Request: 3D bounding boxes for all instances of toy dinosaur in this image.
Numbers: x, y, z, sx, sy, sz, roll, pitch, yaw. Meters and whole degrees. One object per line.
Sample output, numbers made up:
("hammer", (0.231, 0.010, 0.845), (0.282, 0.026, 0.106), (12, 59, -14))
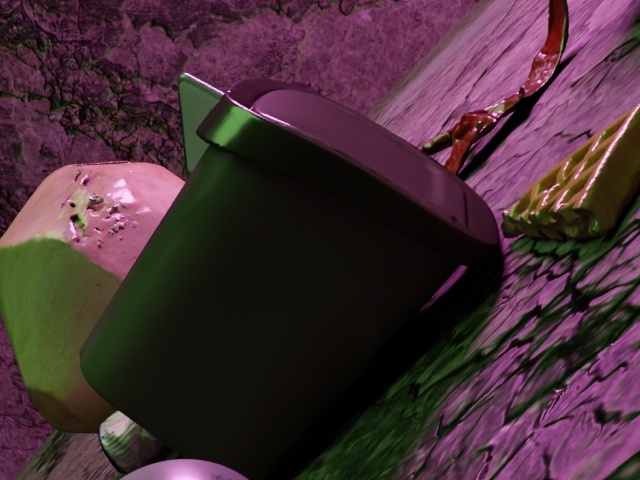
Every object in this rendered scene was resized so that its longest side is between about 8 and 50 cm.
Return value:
("toy dinosaur", (0.145, -0.148, 1.532), (0.327, 0.113, 0.206), (-43, 6, 18))

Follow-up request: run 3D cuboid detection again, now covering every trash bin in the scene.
("trash bin", (-0.031, 0.028, 1.104), (0.250, 0.219, 0.220), (-54, 2, 13))

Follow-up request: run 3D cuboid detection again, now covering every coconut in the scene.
("coconut", (-0.231, 0.075, 1.777), (0.352, 0.352, 0.352), (-46, 5, 5))

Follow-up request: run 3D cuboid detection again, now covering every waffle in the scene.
("waffle", (0.143, -0.007, 0.969), (0.125, 0.032, 0.191), (-55, 7, -37))

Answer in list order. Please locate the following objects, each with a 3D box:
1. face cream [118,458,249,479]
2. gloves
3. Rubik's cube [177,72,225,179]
("face cream", (-0.070, 0.174, 0.778), (0.117, 0.117, 0.104), (-47, 12, -4))
("gloves", (-0.138, 0.153, 1.586), (0.229, 0.097, 0.119), (-50, 9, 9))
("Rubik's cube", (0.001, 0.001, 1.319), (0.233, 0.228, 0.229), (91, 171, -46))
